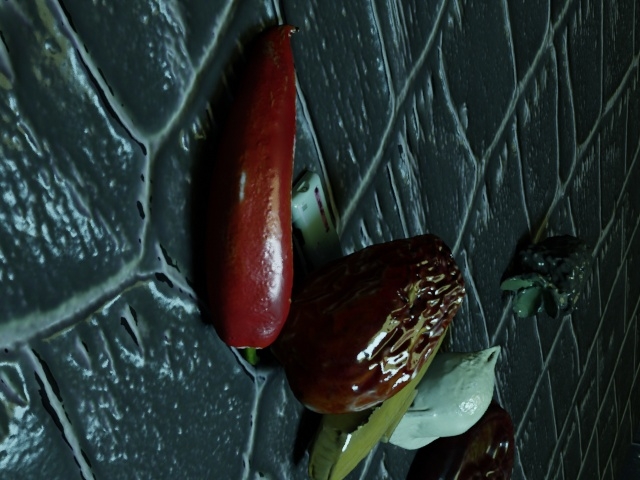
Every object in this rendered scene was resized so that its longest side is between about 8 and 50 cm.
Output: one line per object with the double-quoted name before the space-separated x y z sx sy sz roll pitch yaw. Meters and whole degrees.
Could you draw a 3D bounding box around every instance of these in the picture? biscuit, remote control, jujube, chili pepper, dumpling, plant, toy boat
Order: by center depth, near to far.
"chili pepper" -0.057 -0.028 0.860 0.137 0.091 0.369 -30 131 -70
"jujube" 0.056 0.089 0.969 0.236 0.168 0.168 -34 138 -8
"remote control" 0.000 0.000 1.017 0.065 0.029 0.166 -51 141 -35
"toy boat" 0.080 0.203 1.172 0.321 0.089 0.121 -50 152 -38
"dumpling" 0.203 0.252 1.371 0.166 0.126 0.216 90 26 -51
"biscuit" 0.259 0.483 1.569 0.407 0.091 0.408 -33 128 -54
"plant" 0.449 0.076 1.690 0.203 0.142 0.131 -24 130 -40
